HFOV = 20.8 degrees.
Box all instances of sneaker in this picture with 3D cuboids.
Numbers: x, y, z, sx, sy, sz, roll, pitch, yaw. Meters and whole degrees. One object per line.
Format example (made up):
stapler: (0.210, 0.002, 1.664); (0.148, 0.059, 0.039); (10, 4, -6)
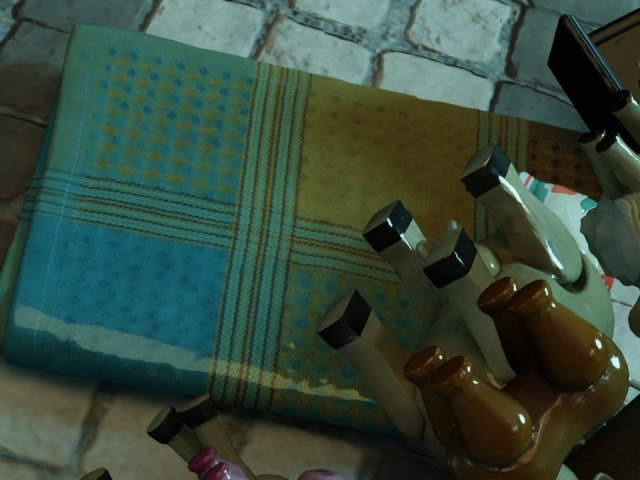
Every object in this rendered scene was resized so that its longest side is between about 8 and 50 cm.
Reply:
sneaker: (0.135, 0.026, 1.033); (0.075, 0.057, 0.161); (14, 46, 6)

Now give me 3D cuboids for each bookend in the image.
bookend: (0.256, -0.100, 1.129); (0.157, 0.072, 0.156); (-26, 72, -9)

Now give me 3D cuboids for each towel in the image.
towel: (0.000, 0.000, 1.087); (0.370, 0.040, 0.271); (12, 50, -3)

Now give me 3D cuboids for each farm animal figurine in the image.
farm animal figurine: (0.061, 0.098, 0.864); (0.172, 0.330, 0.327); (51, 47, -15)

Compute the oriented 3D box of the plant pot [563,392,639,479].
plant pot: (0.243, 0.132, 0.928); (0.230, 0.215, 0.215); (-22, 56, -5)
